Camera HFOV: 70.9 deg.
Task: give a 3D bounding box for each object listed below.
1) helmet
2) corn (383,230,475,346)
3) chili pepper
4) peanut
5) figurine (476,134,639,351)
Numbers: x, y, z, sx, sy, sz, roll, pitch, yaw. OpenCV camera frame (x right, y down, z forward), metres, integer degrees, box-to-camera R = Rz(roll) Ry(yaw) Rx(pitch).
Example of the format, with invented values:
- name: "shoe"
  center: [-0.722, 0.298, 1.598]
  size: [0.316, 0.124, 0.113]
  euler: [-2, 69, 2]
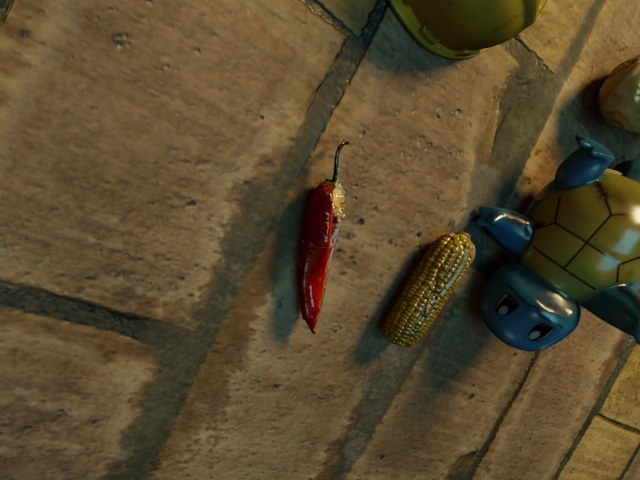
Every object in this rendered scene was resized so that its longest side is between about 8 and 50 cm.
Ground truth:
- name: "helmet"
  center: [0.198, -0.337, 0.532]
  size: [0.257, 0.140, 0.205]
  euler: [25, 94, -34]
- name: "corn"
  center: [0.165, 0.073, 0.687]
  size: [0.068, 0.068, 0.207]
  euler: [33, 92, -31]
- name: "chili pepper"
  center: [0.000, 0.000, 0.593]
  size: [0.051, 0.059, 0.267]
  euler: [13, 106, 9]
- name: "peanut"
  center: [0.604, -0.245, 0.766]
  size: [0.313, 0.152, 0.152]
  euler: [-7, 109, -26]
- name: "figurine"
  center: [0.420, -0.012, 0.722]
  size: [0.298, 0.243, 0.416]
  euler: [41, 80, 12]
